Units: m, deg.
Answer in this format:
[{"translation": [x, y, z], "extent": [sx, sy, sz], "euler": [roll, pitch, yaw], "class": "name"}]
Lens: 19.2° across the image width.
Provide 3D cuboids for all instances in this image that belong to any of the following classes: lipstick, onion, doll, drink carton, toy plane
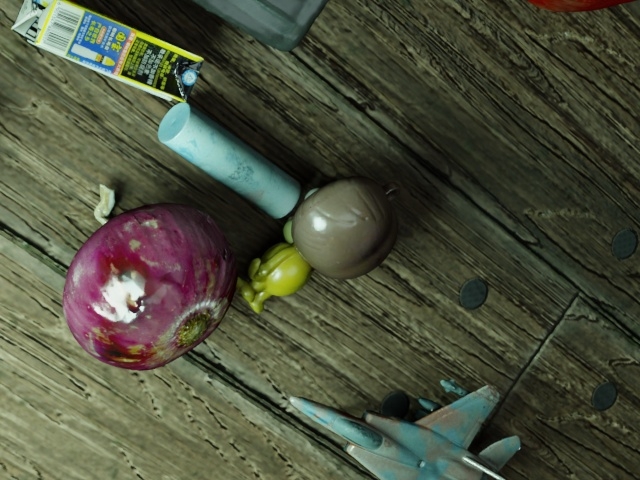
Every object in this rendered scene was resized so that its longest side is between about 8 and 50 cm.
[{"translation": [-0.089, -0.078, 1.878], "extent": [0.158, 0.048, 0.048], "euler": [35, 88, -34], "class": "lipstick"}, {"translation": [-0.165, 0.043, 1.819], "extent": [0.177, 0.153, 0.177], "euler": [-22, 123, -40], "class": "onion"}, {"translation": [-0.003, -0.003, 1.921], "extent": [0.188, 0.096, 0.145], "euler": [-21, 149, -17], "class": "doll"}, {"translation": [-0.198, -0.182, 1.766], "extent": [0.166, 0.071, 0.056], "euler": [21, 99, -33], "class": "drink carton"}, {"translation": [0.079, 0.225, 2.046], "extent": [0.326, 0.104, 0.223], "euler": [30, 90, -30], "class": "toy plane"}]

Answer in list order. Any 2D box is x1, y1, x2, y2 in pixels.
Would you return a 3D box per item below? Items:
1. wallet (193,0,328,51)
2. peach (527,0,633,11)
[{"translation": [-0.093, -0.344, 1.763], "extent": [0.323, 0.041, 0.247], "euler": [31, 92, -21], "class": "wallet"}, {"translation": [0.273, -0.336, 1.886], "extent": [0.275, 0.248, 0.245], "euler": [-32, 159, -23], "class": "peach"}]
